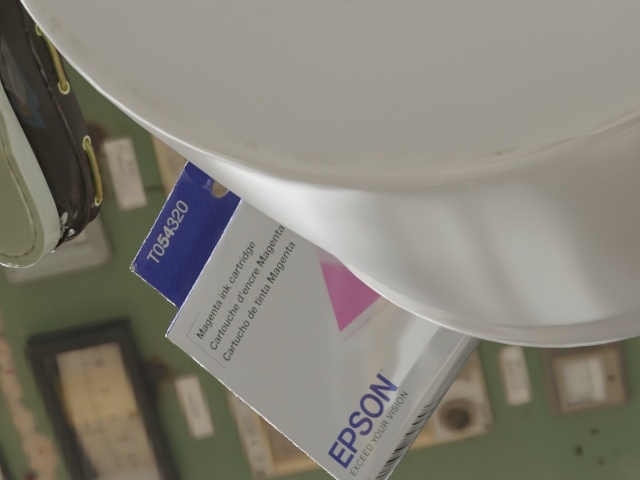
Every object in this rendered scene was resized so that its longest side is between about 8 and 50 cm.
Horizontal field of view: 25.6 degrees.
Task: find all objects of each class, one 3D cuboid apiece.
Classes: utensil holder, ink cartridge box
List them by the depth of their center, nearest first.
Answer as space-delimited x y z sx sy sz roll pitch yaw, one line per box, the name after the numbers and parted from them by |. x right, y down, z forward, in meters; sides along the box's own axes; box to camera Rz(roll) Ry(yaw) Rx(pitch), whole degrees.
0.078 -0.135 0.599 0.385 0.328 0.327 33 -136 -72 | utensil holder
0.000 0.000 1.235 0.324 0.330 0.071 -60 -18 22 | ink cartridge box

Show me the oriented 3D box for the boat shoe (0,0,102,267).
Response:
-0.180 -0.101 0.770 0.069 0.081 0.227 -37 -61 -51 | boat shoe
